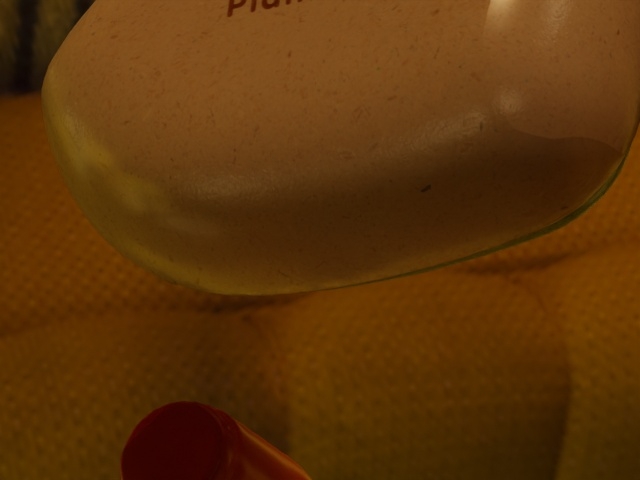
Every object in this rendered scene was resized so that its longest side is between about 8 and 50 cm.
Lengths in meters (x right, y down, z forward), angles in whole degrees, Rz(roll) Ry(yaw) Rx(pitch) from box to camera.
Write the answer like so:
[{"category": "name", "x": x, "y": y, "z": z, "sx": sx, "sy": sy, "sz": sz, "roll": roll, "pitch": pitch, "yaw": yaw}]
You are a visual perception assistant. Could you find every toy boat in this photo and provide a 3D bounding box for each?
[{"category": "toy boat", "x": 0.000, "y": 0.000, "z": 0.752, "sx": 0.267, "sy": 0.318, "sz": 0.148, "roll": -3, "pitch": 149, "yaw": 27}]
